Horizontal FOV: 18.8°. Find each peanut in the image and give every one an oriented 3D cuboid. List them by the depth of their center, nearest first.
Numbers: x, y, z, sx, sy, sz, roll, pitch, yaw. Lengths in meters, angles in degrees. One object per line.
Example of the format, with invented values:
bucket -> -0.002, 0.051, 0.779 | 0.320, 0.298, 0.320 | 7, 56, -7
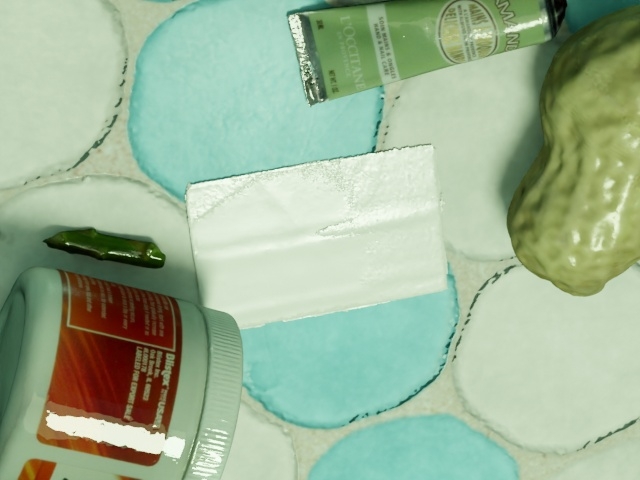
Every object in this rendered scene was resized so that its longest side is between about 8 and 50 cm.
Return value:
peanut -> 0.255, -0.094, 1.660 | 0.159, 0.143, 0.291 | 35, 114, 10

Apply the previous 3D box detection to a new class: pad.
pad -> 0.000, 0.000, 1.727 | 0.232, 0.004, 0.156 | -10, 117, -7

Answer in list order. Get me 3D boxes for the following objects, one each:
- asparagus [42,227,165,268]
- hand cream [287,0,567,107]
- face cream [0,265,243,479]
asparagus -> -0.189, 0.006, 1.682 | 0.108, 0.021, 0.025 | 10, 110, -16
hand cream -> 0.095, -0.175, 1.635 | 0.235, 0.055, 0.086 | -12, 116, 3
face cream -> -0.186, 0.136, 1.646 | 0.187, 0.201, 0.201 | 15, 113, -18
